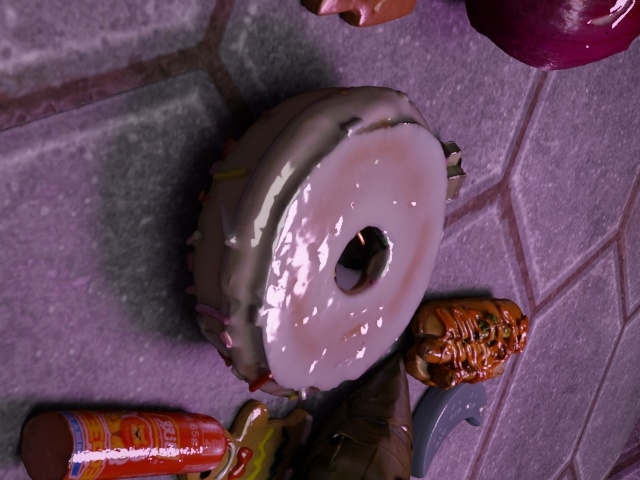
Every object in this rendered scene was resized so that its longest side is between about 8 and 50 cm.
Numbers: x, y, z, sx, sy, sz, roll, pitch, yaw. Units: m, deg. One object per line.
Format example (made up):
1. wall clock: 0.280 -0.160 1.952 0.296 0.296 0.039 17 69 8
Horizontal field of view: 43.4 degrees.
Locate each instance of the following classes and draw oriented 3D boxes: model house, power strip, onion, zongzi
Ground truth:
1. model house: 0.182 -0.100 1.211 0.058 0.057 0.083 -15 144 -19
2. power strip: 0.248 0.327 1.522 0.253 0.054 0.168 -29 130 -41
3. onion: 0.376 -0.372 1.014 0.348 0.385 0.348 14 90 -81
4. zongzi: 0.037 0.363 1.226 0.323 0.160 0.360 -63 179 26

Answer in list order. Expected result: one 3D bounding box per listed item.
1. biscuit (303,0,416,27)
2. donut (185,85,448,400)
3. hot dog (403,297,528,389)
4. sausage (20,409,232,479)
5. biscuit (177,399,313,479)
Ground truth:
1. biscuit: 0.050 -0.354 0.895 0.284 0.043 0.306 -62 145 -9
2. donut: 0.000 0.000 0.936 0.382 0.142 0.383 -28 129 -41
3. hot dog: 0.273 0.181 1.419 0.349 0.117 0.158 7 102 -54
4. sausage: -0.188 0.221 0.868 0.274 0.074 0.074 20 92 -56
5. biscuit: -0.096 0.288 1.062 0.240 0.035 0.158 18 91 -55
